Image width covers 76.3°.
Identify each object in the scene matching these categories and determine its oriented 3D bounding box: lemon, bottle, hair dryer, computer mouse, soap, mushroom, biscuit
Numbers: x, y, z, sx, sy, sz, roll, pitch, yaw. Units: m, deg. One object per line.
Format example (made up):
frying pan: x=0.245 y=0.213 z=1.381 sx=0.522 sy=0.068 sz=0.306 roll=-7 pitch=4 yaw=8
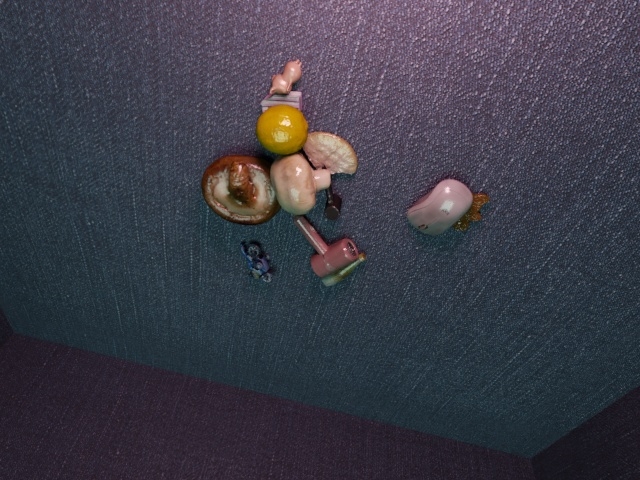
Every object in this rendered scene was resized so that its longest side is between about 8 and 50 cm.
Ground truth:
lemon: x=-0.141 y=-0.401 z=1.482 sx=0.202 sy=0.178 sz=0.179 roll=-5 pitch=129 yaw=14
bottle: x=0.119 y=0.143 z=2.033 sx=0.269 sy=0.083 sz=0.083 roll=-34 pitch=117 yaw=30
hair dryer: x=0.000 y=0.000 z=1.921 sx=0.210 sy=0.125 sz=0.352 roll=-28 pitch=114 yaw=29
computer mouse: x=0.494 y=-0.120 z=1.696 sx=0.184 sy=0.121 sz=0.297 roll=36 pitch=131 yaw=-12
soap: x=-0.147 y=-0.510 z=1.539 sx=0.148 sy=0.056 sz=0.100 roll=5 pitch=133 yaw=6
mushroom: x=-0.321 y=-0.215 z=1.738 sx=0.344 sy=0.239 sz=0.345 roll=20 pitch=135 yaw=21
hair dryer: x=0.034 y=-0.217 z=1.723 sx=0.070 sy=0.114 sz=0.248 roll=-7 pitch=126 yaw=14
biscuit: x=0.622 y=-0.126 z=1.741 sx=0.138 sy=0.031 sz=0.205 roll=14 pitch=130 yaw=5
biscuit: x=0.033 y=-0.344 z=1.660 sx=0.265 sy=0.040 sz=0.188 roll=24 pitch=129 yaw=-11
mushroom: x=-0.069 y=-0.233 z=1.584 sx=0.234 sy=0.261 sz=0.254 roll=-16 pitch=173 yaw=-9

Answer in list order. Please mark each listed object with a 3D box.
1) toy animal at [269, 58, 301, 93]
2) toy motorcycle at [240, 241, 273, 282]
toy animal: x=-0.121 y=-0.584 z=1.459 sx=0.150 sy=0.083 sz=0.089 roll=-38 pitch=103 yaw=21
toy motorcycle: x=-0.334 y=0.119 z=2.096 sx=0.135 sy=0.092 sz=0.255 roll=-4 pitch=121 yaw=26
